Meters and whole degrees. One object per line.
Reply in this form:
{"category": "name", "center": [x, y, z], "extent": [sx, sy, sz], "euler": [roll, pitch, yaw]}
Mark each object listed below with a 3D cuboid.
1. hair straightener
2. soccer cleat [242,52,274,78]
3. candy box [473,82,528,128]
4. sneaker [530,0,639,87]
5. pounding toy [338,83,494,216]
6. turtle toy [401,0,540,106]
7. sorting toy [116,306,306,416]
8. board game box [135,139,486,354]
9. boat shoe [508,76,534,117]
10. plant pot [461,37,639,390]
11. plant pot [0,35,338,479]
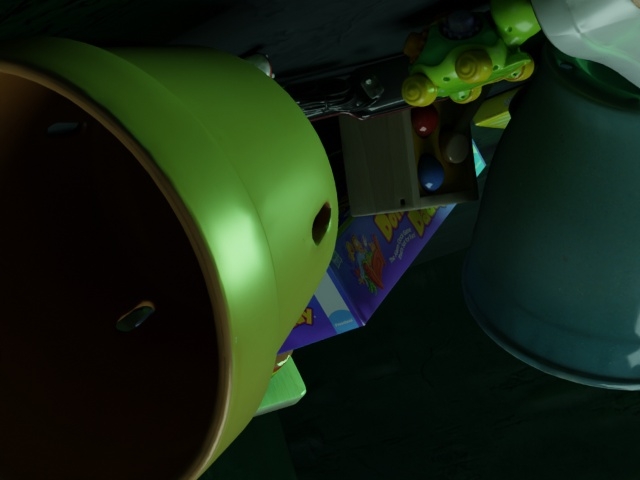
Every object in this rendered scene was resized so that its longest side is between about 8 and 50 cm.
{"category": "hair straightener", "center": [0.017, -0.126, 1.190], "extent": [0.230, 0.047, 0.089], "euler": [-10, 172, -20]}
{"category": "soccer cleat", "center": [-0.064, -0.117, 1.079], "extent": [0.036, 0.029, 0.083], "euler": [-18, 180, -33]}
{"category": "candy box", "center": [0.271, -0.165, 1.561], "extent": [0.206, 0.027, 0.105], "euler": [-20, 169, 29]}
{"category": "sneaker", "center": [0.267, -0.175, 1.070], "extent": [0.123, 0.105, 0.290], "euler": [-21, 173, 32]}
{"category": "pounding toy", "center": [0.099, -0.096, 1.327], "extent": [0.100, 0.130, 0.141], "euler": [-6, -178, 38]}
{"category": "turtle toy", "center": [0.118, -0.148, 1.103], "extent": [0.130, 0.066, 0.095], "euler": [-21, 174, 34]}
{"category": "sorting toy", "center": [-0.157, 0.071, 1.549], "extent": [0.255, 0.257, 0.089], "euler": [-12, 156, -37]}
{"category": "board game box", "center": [0.000, 0.000, 1.464], "extent": [0.233, 0.078, 0.347], "euler": [-21, -164, 33]}
{"category": "boat shoe", "center": [0.324, -0.163, 1.406], "extent": [0.301, 0.108, 0.102], "euler": [-17, 151, 33]}
{"category": "plant pot", "center": [0.273, -0.053, 1.286], "extent": [0.272, 0.271, 0.255], "euler": [-14, 130, -22]}
{"category": "plant pot", "center": [-0.122, -0.003, 0.916], "extent": [0.291, 0.291, 0.203], "euler": [-21, -171, 38]}
